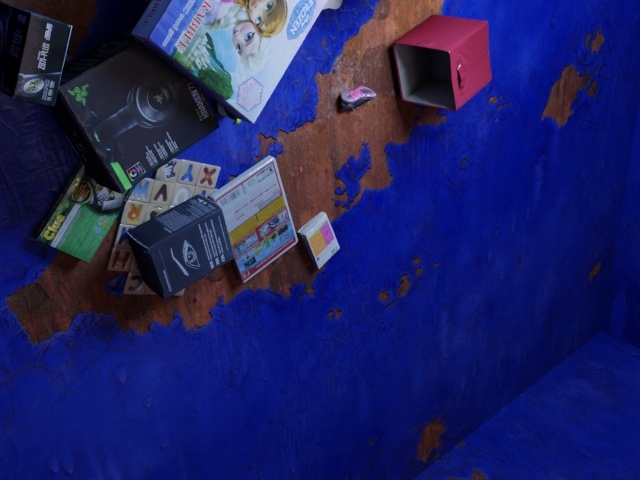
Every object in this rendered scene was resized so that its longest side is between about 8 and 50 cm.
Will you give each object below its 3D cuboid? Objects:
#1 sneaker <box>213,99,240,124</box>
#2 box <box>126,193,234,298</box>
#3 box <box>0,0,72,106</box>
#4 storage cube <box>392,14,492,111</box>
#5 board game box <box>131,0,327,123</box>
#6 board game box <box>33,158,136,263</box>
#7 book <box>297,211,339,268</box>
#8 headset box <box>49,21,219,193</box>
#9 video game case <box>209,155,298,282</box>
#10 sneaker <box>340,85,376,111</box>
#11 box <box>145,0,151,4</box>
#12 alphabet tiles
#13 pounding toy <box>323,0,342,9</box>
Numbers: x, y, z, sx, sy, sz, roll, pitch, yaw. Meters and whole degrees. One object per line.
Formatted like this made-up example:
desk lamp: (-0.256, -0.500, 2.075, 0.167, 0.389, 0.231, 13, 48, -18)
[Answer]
sneaker: (-0.175, -0.382, 1.694, 0.084, 0.097, 0.235, -5, 114, -43)
box: (-0.325, 0.012, 1.736, 0.207, 0.108, 0.153, -30, 130, -28)
box: (-0.529, -0.335, 1.318, 0.077, 0.180, 0.147, 6, 107, -45)
storage cube: (0.340, -0.496, 2.051, 0.193, 0.215, 0.184, -41, 134, -30)
board game box: (-0.167, -0.449, 1.477, 0.318, 0.066, 0.319, 34, 85, -49)
board game box: (-0.490, -0.089, 1.594, 0.136, 0.030, 0.260, 34, 86, -46)
book: (0.000, 0.000, 2.115, 0.096, 0.035, 0.144, -43, 135, -23)
headset box: (-0.391, -0.268, 1.498, 0.283, 0.131, 0.246, -39, 125, -24)
video game case: (-0.167, -0.052, 1.922, 0.204, 0.025, 0.285, -38, 134, -27)
sneaker: (0.098, -0.379, 2.006, 0.119, 0.047, 0.057, -20, 143, -34)
box: (-0.275, -0.534, 1.485, 0.165, 0.143, 0.270, -57, 138, -4)
alphabet tiles: (-0.355, -0.027, 1.774, 0.285, 0.011, 0.343, 7, 106, -46)
pounding toy: (0.029, -0.658, 1.700, 0.154, 0.154, 0.270, 3, 109, -49)
